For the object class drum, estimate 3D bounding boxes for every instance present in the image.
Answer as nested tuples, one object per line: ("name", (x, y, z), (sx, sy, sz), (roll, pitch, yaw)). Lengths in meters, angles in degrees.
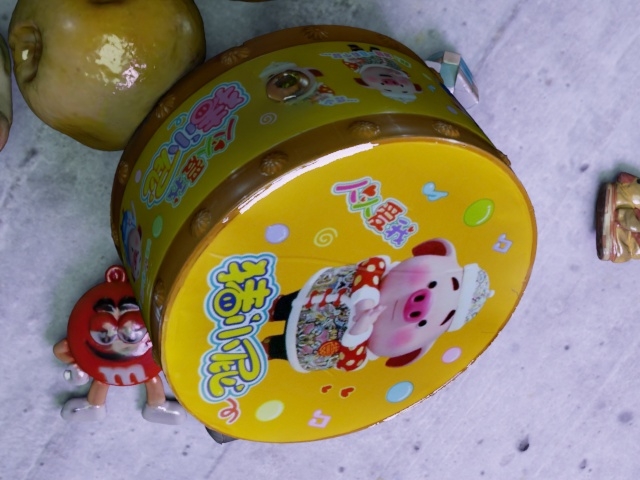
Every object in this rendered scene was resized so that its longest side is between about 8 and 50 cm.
("drum", (0.000, 0.000, 1.116), (0.431, 0.214, 0.431), (-14, 135, -15))

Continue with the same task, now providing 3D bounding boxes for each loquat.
("loquat", (-0.215, -0.196, 1.108), (0.213, 0.213, 0.213), (-3, 109, -8))

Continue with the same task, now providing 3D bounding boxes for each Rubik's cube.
("Rubik's cube", (0.137, -0.181, 1.230), (0.084, 0.075, 0.073), (-33, 113, 4))

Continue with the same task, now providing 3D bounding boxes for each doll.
("doll", (-0.231, 0.133, 1.278), (0.183, 0.085, 0.217), (4, 117, -9))

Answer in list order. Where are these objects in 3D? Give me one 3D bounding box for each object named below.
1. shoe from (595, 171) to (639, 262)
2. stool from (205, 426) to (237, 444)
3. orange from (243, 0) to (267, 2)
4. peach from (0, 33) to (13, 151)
("shoe", (0.380, -0.025, 1.325), (0.069, 0.072, 0.109), (9, 68, 0))
("stool", (-0.094, 0.199, 1.315), (0.110, 0.096, 0.096), (-10, 110, -11))
("orange", (-0.063, -0.363, 1.049), (0.264, 0.264, 0.264), (-3, 109, -8))
("peach", (-0.438, -0.157, 1.089), (0.235, 0.214, 0.214), (3, 108, 2))
